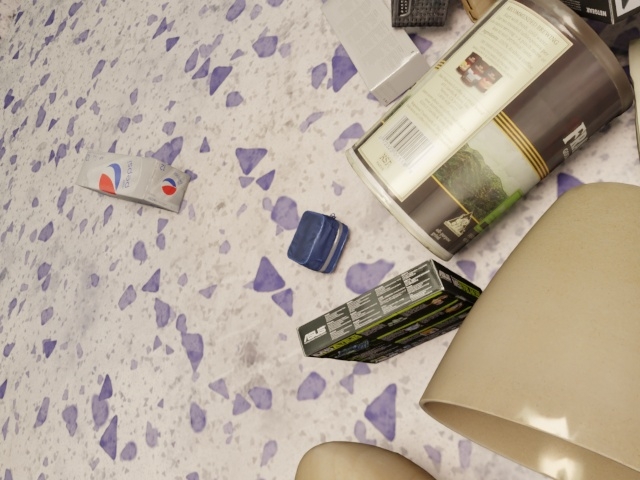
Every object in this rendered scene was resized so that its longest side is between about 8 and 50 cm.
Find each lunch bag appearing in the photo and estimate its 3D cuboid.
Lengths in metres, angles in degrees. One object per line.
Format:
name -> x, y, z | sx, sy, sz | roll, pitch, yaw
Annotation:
lunch bag -> 0.000, 0.000, 0.815 | 0.067, 0.065, 0.098 | 24, 90, 53

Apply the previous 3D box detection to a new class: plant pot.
plant pot -> 0.266, 0.087, 0.509 | 0.256, 0.256, 0.274 | 10, 64, 37

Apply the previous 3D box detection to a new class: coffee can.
coffee can -> 0.196, -0.138, 0.636 | 0.275, 0.201, 0.202 | -43, 55, 16

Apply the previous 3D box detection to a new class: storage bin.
storage bin -> 0.153, -0.432, 0.783 | 0.084, 0.122, 0.180 | 0, 60, 4

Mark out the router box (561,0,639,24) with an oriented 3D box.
router box -> 0.344, -0.354, 0.560 | 0.242, 0.081, 0.309 | -25, 31, 9

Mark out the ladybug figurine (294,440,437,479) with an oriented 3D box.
ladybug figurine -> 0.109, 0.417, 0.503 | 0.449, 0.161, 0.305 | 67, 150, 29

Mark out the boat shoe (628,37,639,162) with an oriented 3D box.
boat shoe -> 0.397, -0.136, 0.569 | 0.079, 0.084, 0.233 | -3, 70, 35

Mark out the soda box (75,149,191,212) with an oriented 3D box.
soda box -> -0.427, -0.136, 1.138 | 0.286, 0.098, 0.091 | 13, 83, 36

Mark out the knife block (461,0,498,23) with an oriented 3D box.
knife block -> 0.317, -0.487, 0.739 | 0.242, 0.088, 0.276 | -9, 70, 33

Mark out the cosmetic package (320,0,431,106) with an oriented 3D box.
cosmetic package -> 0.090, -0.350, 0.869 | 0.099, 0.060, 0.239 | -36, 58, 23

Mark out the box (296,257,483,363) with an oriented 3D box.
box -> 0.098, 0.100, 0.636 | 0.190, 0.184, 0.045 | -31, 58, 24
